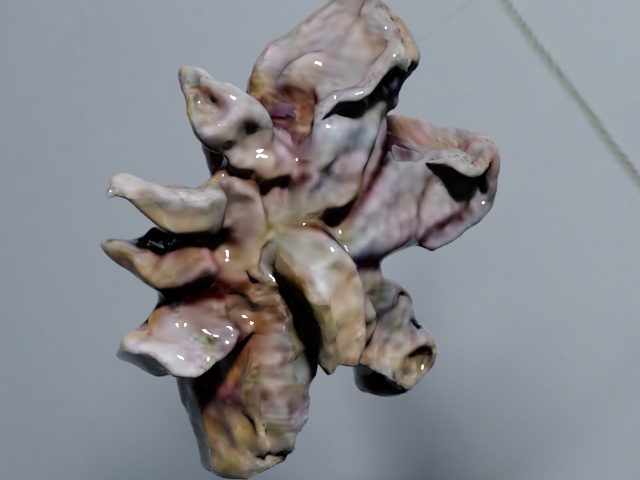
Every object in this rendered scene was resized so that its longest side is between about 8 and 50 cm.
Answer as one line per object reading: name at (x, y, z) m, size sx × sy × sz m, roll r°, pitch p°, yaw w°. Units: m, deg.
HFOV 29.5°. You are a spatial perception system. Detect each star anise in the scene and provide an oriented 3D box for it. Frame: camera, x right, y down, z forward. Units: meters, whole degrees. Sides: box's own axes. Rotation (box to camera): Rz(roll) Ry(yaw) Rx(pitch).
star anise at (0.001, 0.006, 0.582) m, size 0.214 × 0.099 × 0.220 m, roll -31°, pitch 124°, yaw -15°
